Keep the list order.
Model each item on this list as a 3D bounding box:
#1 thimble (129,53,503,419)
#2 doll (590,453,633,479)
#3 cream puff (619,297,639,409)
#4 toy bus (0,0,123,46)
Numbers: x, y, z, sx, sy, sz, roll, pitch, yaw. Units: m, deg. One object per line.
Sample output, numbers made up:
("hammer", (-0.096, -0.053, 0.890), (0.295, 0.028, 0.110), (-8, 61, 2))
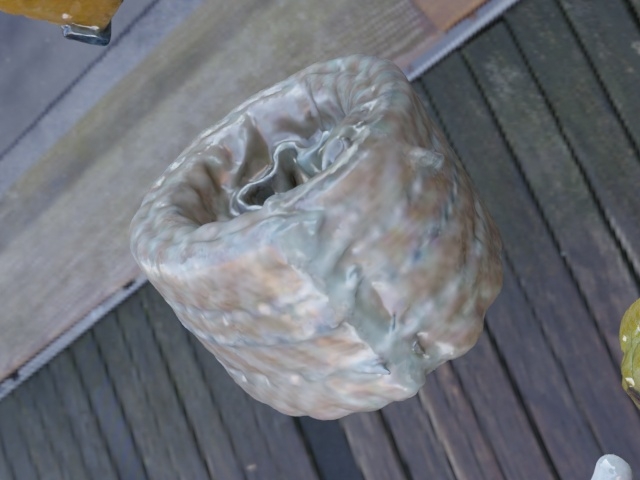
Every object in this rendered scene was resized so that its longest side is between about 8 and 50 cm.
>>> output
("thimble", (0.002, -0.004, 0.713), (0.148, 0.196, 0.229), (53, 162, -23))
("doll", (0.349, 0.362, 1.168), (0.348, 0.161, 0.423), (23, 82, 24))
("cream puff", (0.413, 0.083, 0.926), (0.257, 0.291, 0.324), (-55, 28, -7))
("toy bus", (-0.094, -0.236, 0.443), (0.323, 0.194, 0.161), (-41, 49, 47))
